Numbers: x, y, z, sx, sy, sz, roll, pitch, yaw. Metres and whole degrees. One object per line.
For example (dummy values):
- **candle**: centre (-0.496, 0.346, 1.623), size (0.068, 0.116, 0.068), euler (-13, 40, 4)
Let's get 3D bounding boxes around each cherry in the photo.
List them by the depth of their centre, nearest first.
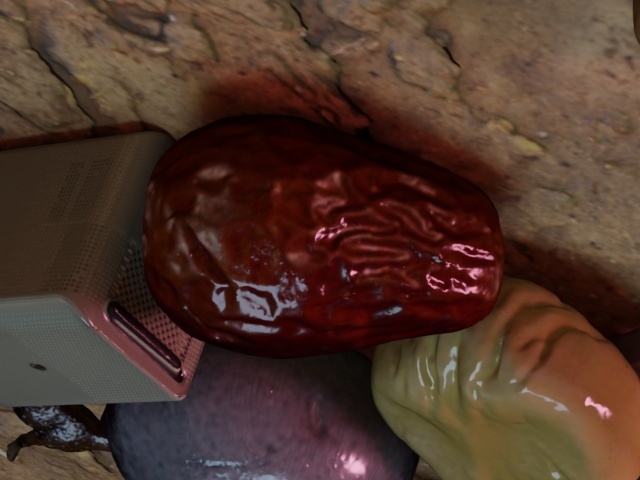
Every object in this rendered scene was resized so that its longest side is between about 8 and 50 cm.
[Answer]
- **cherry**: centre (-0.048, 0.180, 1.603), size (0.296, 0.218, 0.255), euler (38, 153, -23)

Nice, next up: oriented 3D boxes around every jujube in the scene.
- **jujube**: centre (0.000, 0.000, 1.320), size (0.255, 0.190, 0.190), euler (2, 153, -5)

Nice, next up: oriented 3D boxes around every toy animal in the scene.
- **toy animal**: centre (-0.255, 0.177, 1.867), size (0.260, 0.087, 0.243), euler (-6, 146, 43)

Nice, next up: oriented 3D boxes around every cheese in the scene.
- **cheese**: centre (0.154, 0.121, 1.441), size (0.226, 0.117, 0.214), euler (47, 150, -20)

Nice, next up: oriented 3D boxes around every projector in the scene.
- **projector**: centre (-0.202, 0.026, 1.460), size (0.242, 0.177, 0.163), euler (-7, 141, 37)

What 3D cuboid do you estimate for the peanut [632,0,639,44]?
- **peanut**: centre (0.229, -0.114, 1.039), size (0.108, 0.095, 0.226), euler (26, 160, 20)

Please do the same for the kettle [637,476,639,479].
- **kettle**: centre (0.233, 0.316, 1.624), size (0.361, 0.250, 0.376), euler (7, 162, -25)

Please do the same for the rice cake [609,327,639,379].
- **rice cake**: centre (0.286, 0.068, 1.378), size (0.049, 0.055, 0.270), euler (37, 150, -10)
